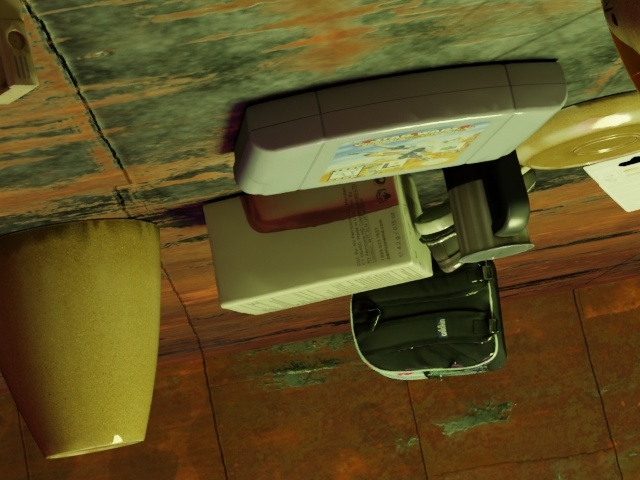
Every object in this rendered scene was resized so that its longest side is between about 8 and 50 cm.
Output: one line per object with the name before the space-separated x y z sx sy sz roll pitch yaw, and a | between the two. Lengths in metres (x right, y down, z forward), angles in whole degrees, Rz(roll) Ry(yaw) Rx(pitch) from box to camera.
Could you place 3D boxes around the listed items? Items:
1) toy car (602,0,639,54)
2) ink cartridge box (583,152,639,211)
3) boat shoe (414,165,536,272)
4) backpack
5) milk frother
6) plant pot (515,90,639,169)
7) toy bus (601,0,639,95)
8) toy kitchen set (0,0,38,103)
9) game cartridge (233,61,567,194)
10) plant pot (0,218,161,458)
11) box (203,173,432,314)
toy car | 0.180 -0.139 0.722 0.149 0.188 0.155 -17 169 31
ink cartridge box | 0.454 -0.101 1.785 0.145 0.045 0.179 -15 151 28
boat shoe | 0.192 -0.033 1.540 0.081 0.068 0.228 -14 -167 44
backpack | 0.182 0.130 2.234 0.254 0.225 0.191 -9 166 11
milk frother | 0.147 -0.047 1.397 0.143 0.134 0.129 -11 170 1
plant pot | 0.321 -0.121 1.480 0.236 0.032 0.236 -10 171 -2
toy bus | 0.329 -0.178 0.863 0.220 0.149 0.211 -23 178 41
toy kitchen set | -0.198 -0.123 0.729 0.068 0.075 0.083 -21 171 41
game cartridge | 0.071 -0.105 1.229 0.297 0.062 0.198 -9 175 -10
plant pot | -0.291 0.125 1.558 0.237 0.254 0.237 -10 170 -2
box | 0.000 0.000 1.533 0.232 0.126 0.148 -13 171 12
